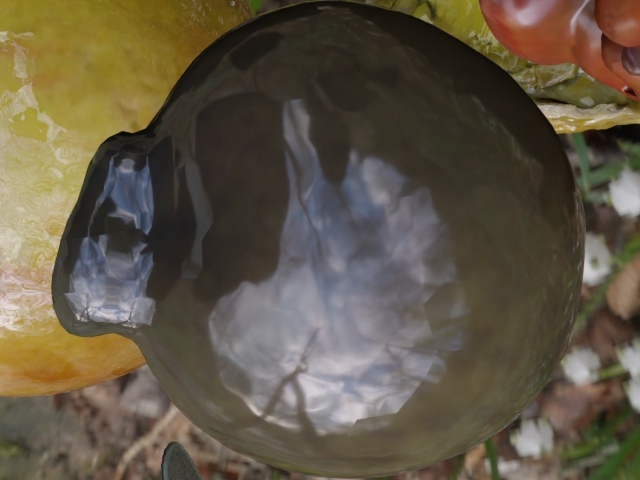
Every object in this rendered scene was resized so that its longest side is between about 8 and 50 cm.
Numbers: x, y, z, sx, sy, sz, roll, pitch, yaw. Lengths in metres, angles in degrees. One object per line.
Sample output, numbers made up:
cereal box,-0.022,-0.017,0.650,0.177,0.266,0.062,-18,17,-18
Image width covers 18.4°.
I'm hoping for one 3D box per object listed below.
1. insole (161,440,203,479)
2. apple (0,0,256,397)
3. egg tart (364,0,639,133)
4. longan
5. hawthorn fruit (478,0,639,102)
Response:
insole,-0.070,0.253,1.410,0.003,0.080,0.232,-16,100,19
apple,-0.154,-0.057,1.008,0.233,0.286,0.286,7,109,-30
egg tart,0.173,-0.177,1.429,0.295,0.295,0.116,1,118,1
longan,0.000,0.000,0.437,0.119,0.106,0.106,0,107,-13
hawthorn fruit,0.146,-0.161,0.568,0.299,0.211,0.211,-43,105,-29
